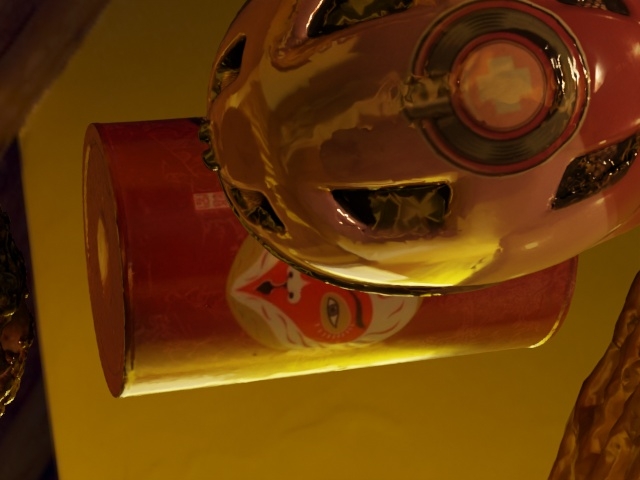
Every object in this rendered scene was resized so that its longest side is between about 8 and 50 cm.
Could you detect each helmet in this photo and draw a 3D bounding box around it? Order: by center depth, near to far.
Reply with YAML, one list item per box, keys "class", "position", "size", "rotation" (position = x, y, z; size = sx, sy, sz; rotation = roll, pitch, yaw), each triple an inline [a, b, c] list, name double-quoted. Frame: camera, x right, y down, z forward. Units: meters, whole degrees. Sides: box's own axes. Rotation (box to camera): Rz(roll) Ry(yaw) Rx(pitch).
- class: "helmet"
  position: [0.059, -0.070, 0.678]
  size: [0.253, 0.198, 0.154]
  rotation: [-10, 1, 20]

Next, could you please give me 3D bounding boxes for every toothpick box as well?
- class: "toothpick box"
  position: [0.000, 0.000, 1.031]
  size: [0.333, 0.204, 0.204]
  rotation: [-5, -47, -16]

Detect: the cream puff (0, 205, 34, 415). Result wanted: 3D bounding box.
- class: "cream puff"
  position: [-0.265, 0.039, 0.773]
  size: [0.164, 0.239, 0.239]
  rotation: [11, -36, 30]

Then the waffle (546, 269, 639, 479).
- class: "waffle"
  position: [0.135, 0.081, 0.418]
  size: [0.091, 0.308, 0.213]
  rotation: [22, -71, 4]
